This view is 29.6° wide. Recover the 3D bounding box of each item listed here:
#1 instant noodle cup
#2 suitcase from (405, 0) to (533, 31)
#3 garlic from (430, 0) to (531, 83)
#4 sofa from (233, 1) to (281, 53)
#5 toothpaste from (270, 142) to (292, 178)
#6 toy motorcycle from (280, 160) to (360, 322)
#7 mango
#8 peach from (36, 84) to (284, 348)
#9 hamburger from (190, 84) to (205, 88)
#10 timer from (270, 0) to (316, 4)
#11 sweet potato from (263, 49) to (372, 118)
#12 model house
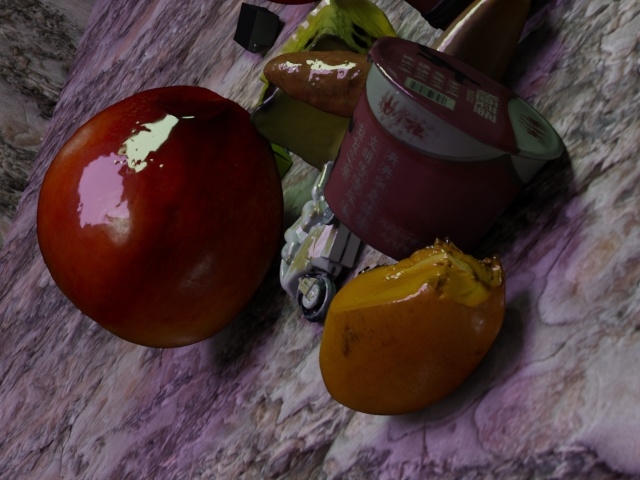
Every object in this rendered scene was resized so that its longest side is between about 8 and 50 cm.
[{"bbox_3d":[0.122,-0.089,1.329,0.178,0.235,0.235,-61,21,25],"label":"instant noodle cup"},{"bbox_3d":[0.232,-0.415,1.530,0.297,0.161,0.236,-41,30,37],"label":"suitcase"},{"bbox_3d":[0.152,-0.182,1.480,0.318,0.112,0.143,-60,-17,15],"label":"garlic"},{"bbox_3d":[-0.123,-0.418,2.403,0.147,0.060,0.085,-133,57,-66],"label":"sofa"},{"bbox_3d":[-0.171,-0.051,2.043,0.327,0.077,0.110,-53,27,18],"label":"toothpaste"},{"bbox_3d":[0.000,0.000,1.644,0.151,0.074,0.228,-1,72,58],"label":"toy motorcycle"},{"bbox_3d":[0.084,0.100,1.263,0.252,0.154,0.126,-43,2,39],"label":"mango"},{"bbox_3d":[-0.224,-0.044,1.790,0.388,0.388,0.388,-45,28,32],"label":"peach"},{"bbox_3d":[-0.289,-0.210,2.366,0.245,0.155,0.282,-49,22,17],"label":"hamburger"},{"bbox_3d":[-0.024,-0.595,2.111,0.378,0.279,0.378,-42,31,33],"label":"timer"},{"bbox_3d":[0.040,-0.205,1.609,0.097,0.252,0.097,13,-90,-77],"label":"sweet potato"},{"bbox_3d":[0.023,-0.244,1.789,0.193,0.175,0.234,-48,16,30],"label":"model house"}]
